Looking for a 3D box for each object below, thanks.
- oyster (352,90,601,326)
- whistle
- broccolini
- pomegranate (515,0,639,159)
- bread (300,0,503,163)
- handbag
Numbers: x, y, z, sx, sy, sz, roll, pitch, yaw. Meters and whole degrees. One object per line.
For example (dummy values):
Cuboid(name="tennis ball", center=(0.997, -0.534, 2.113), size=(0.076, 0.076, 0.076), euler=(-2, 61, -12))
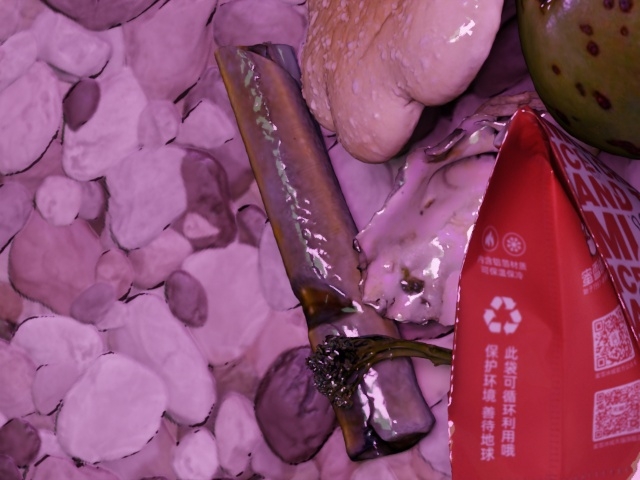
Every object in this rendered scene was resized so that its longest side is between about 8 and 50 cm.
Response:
Cuboid(name="oyster", center=(0.108, -0.030, 1.221), size=(0.133, 0.072, 0.209), euler=(26, 106, -8))
Cuboid(name="whistle", center=(-0.001, 0.000, 1.268), size=(0.057, 0.068, 0.326), euler=(-38, 67, 51))
Cuboid(name="broccolini", center=(0.083, 0.085, 1.201), size=(0.194, 0.054, 0.052), euler=(3, 52, -7))
Cuboid(name="pomegranate", center=(0.246, -0.167, 1.104), size=(0.254, 0.270, 0.254), euler=(23, 118, 53))
Cuboid(name="bread", center=(0.061, -0.205, 1.174), size=(0.316, 0.054, 0.316), euler=(-47, 34, 46))
Cuboid(name="handbag", center=(0.165, 0.071, 1.078), size=(0.151, 0.171, 0.298), euler=(-7, 80, 24))
